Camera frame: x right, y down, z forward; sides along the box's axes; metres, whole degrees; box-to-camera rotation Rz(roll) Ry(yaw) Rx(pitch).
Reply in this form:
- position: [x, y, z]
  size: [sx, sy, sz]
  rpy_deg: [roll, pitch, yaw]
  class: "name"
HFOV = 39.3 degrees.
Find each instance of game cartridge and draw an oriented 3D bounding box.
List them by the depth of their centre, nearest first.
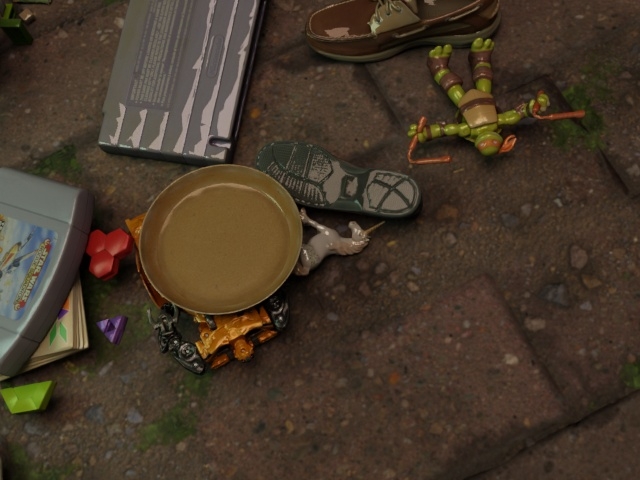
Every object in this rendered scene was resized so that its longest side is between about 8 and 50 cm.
- position: [-0.462, 0.042, 1.342]
  size: [0.198, 0.062, 0.297]
  rpy_deg: [14, 76, 29]
  class: "game cartridge"
- position: [-0.225, -0.302, 1.487]
  size: [0.230, 0.068, 0.354]
  rpy_deg: [8, 77, 14]
  class: "game cartridge"

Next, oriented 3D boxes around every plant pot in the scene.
- position: [-0.142, 0.000, 1.296]
  size: [0.237, 0.032, 0.236]
  rpy_deg: [-1, 66, 3]
  class: "plant pot"

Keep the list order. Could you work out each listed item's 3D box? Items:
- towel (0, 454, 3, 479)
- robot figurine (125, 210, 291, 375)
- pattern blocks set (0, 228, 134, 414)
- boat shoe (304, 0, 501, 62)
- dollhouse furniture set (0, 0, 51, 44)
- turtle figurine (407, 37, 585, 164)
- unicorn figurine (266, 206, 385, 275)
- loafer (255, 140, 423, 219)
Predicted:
- position: [-0.563, 0.436, 1.194]
  size: [0.312, 0.056, 0.324]
  rpy_deg: [-29, 44, 2]
  class: "towel"
- position: [-0.166, 0.060, 1.337]
  size: [0.211, 0.085, 0.291]
  rpy_deg: [-28, 67, -4]
  class: "robot figurine"
- position: [-0.432, 0.119, 1.345]
  size: [0.325, 0.026, 0.285]
  rpy_deg: [-6, 68, 18]
  class: "pattern blocks set"
- position: [0.131, -0.377, 1.458]
  size: [0.325, 0.116, 0.123]
  rpy_deg: [-9, 68, 3]
  class: "boat shoe"
- position: [-0.527, -0.426, 1.586]
  size: [0.076, 0.058, 0.151]
  rpy_deg: [4, 69, 8]
  class: "dollhouse furniture set"
- position: [0.256, -0.211, 1.394]
  size: [0.270, 0.087, 0.217]
  rpy_deg: [-16, 60, 10]
  class: "turtle figurine"
- position: [0.000, 0.000, 1.353]
  size: [0.111, 0.060, 0.162]
  rpy_deg: [41, 66, 10]
  class: "unicorn figurine"
- position: [0.029, -0.081, 1.380]
  size: [0.268, 0.084, 0.096]
  rpy_deg: [17, 82, 17]
  class: "loafer"
